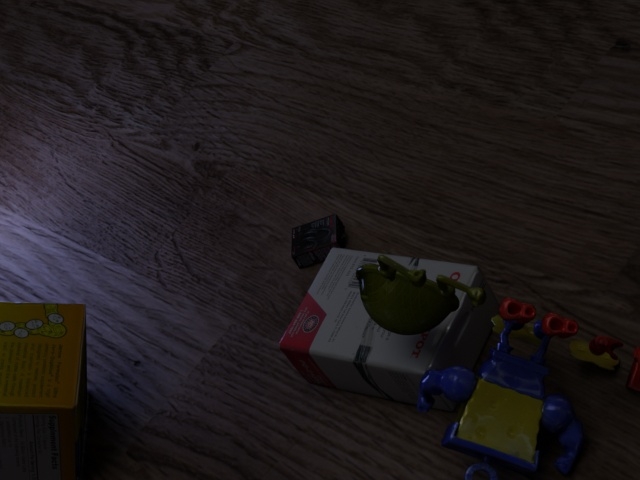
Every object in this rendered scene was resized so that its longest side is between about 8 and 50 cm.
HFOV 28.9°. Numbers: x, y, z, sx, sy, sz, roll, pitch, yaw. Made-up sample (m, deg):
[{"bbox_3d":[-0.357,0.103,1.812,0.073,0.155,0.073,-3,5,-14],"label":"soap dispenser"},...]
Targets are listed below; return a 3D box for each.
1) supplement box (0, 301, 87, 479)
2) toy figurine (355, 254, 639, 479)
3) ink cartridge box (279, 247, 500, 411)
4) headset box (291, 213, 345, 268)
[{"bbox_3d":[-0.510,0.214,1.737,0.356,0.194,0.195,3,44,-8],"label":"supplement box"},{"bbox_3d":[0.186,0.177,1.410,0.362,0.191,0.217,19,84,0],"label":"toy figurine"},{"bbox_3d":[0.092,0.113,1.633,0.237,0.100,0.172,7,56,38],"label":"ink cartridge box"},{"bbox_3d":[0.000,0.000,1.854,0.083,0.032,0.062,-19,43,19],"label":"headset box"}]
